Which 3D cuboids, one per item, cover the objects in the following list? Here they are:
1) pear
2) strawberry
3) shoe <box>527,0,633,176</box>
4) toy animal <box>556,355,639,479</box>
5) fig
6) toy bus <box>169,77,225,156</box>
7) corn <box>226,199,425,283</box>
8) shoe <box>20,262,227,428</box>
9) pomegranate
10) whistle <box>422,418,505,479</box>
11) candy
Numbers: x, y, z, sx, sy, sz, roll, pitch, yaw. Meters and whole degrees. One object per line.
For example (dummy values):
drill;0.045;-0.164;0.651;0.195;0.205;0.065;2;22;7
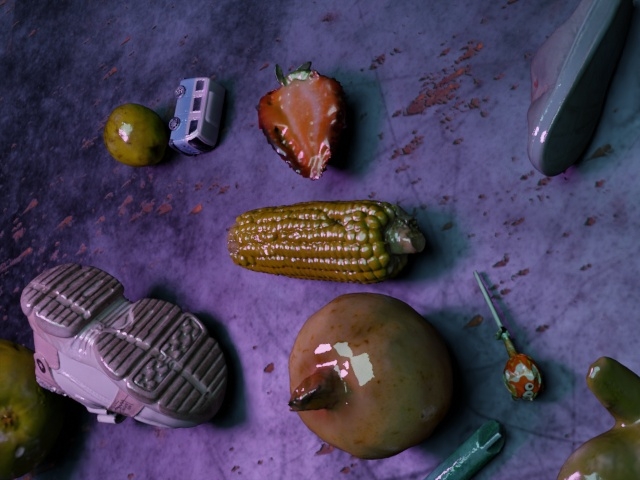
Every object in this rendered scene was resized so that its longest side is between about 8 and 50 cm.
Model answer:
pear;-0.317;-0.181;1.507;0.131;0.107;0.107;40;101;30
strawberry;-0.016;-0.175;1.296;0.140;0.085;0.192;-50;58;4
shoe;0.295;-0.202;1.069;0.100;0.103;0.251;23;85;38
toy animal;0.364;0.153;0.851;0.181;0.180;0.363;25;92;32
fig;-0.573;0.267;1.477;0.314;0.233;0.233;14;84;36
toy bus;-0.201;-0.205;1.458;0.075;0.060;0.123;-3;72;32
corn;0.000;0.000;1.212;0.322;0.119;0.119;3;78;41
shoe;-0.298;0.189;1.354;0.351;0.172;0.198;32;133;20
pomegranate;0.062;0.159;1.068;0.207;0.207;0.207;-12;69;33
whistle;0.150;0.286;1.060;0.186;0.039;0.039;-48;54;15
candy;0.219;0.110;1.064;0.055;0.049;0.185;100;156;-51
